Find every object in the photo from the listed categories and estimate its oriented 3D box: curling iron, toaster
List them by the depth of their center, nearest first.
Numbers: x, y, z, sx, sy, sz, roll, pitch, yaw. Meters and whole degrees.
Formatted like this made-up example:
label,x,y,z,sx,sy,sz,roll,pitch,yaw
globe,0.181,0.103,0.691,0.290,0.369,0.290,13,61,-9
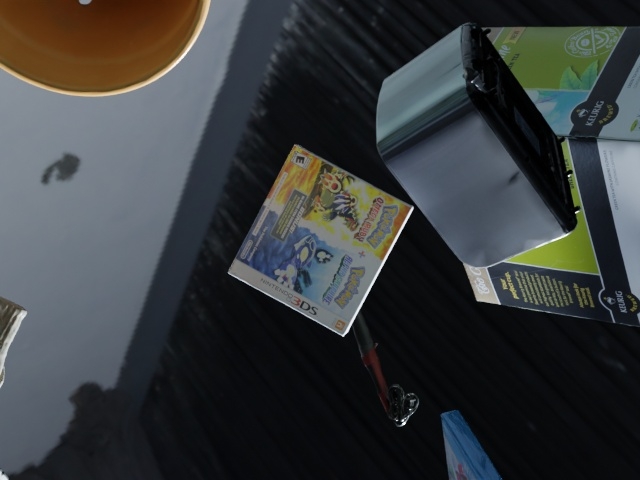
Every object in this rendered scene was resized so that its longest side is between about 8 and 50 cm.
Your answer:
label,x,y,z,sx,sy,sz,roll,pitch,yaw
toaster,0.135,-0.090,0.939,0.110,0.168,0.186,-31,115,22
curling iron,0.098,0.194,1.876,0.068,0.274,0.035,-30,169,30

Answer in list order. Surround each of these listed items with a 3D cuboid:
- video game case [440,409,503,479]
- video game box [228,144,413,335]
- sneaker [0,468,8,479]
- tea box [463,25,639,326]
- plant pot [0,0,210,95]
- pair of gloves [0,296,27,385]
label,x,y,z,sx,sy,sz,roll,pitch,yaw
video game case,0.110,0.211,0.693,0.015,0.119,0.166,-12,112,-7
video game box,0.000,0.000,1.474,0.205,0.187,0.048,-63,177,5
sneaker,-0.499,0.316,1.377,0.111,0.129,0.297,1,145,17
tea box,0.339,-0.082,1.371,0.220,0.323,0.329,-57,139,-33
plant pot,-0.246,-0.332,1.146,0.290,0.203,0.291,2,127,3
pair of gloves,-0.539,0.145,1.435,0.240,0.042,0.204,19,94,-26
